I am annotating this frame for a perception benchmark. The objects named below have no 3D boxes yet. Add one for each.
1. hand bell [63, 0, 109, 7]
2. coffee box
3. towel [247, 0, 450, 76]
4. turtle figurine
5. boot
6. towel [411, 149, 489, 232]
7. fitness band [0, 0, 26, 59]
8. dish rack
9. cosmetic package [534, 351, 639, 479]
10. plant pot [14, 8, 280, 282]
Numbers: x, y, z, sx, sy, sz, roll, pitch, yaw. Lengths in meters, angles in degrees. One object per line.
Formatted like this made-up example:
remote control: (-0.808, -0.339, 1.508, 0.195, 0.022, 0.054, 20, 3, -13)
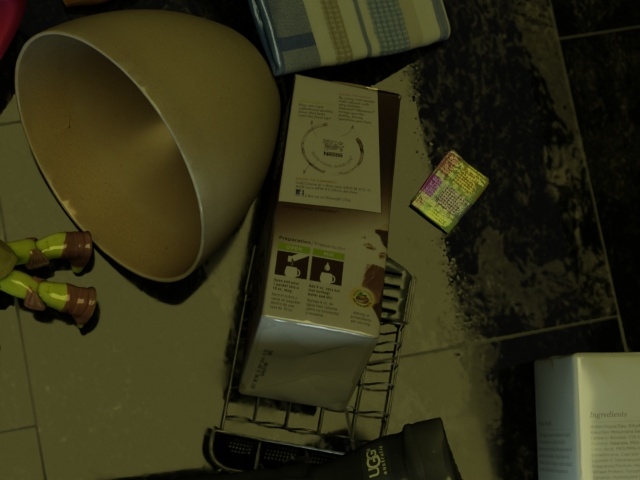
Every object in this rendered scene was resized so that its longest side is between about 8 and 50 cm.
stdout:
hand bell: (-0.173, -0.309, 1.536, 0.242, 0.126, 0.126, -21, 85, 2)
coffee box: (0.000, 0.000, 1.416, 0.119, 0.168, 0.297, 10, 57, -6)
towel: (0.021, -0.296, 1.506, 0.285, 0.034, 0.209, -19, 92, -43)
turtle figurine: (-0.348, 0.017, 1.429, 0.217, 0.087, 0.269, 5, 41, -25)
boot: (-0.062, 0.339, 1.391, 0.445, 0.367, 0.146, -15, 45, 5)
towel: (0.149, -0.056, 1.575, 0.060, 0.009, 0.083, 38, 79, -2)
fitness band: (-0.399, -0.162, 1.397, 0.054, 0.209, 0.291, 30, 52, 8)
dish rack: (-0.001, 0.130, 1.494, 0.208, 0.074, 0.271, 11, 80, -7)
cosmetic package: (0.324, 0.214, 1.486, 0.151, 0.151, 0.183, 1, 83, -8)
plant pot: (-0.153, -0.125, 1.432, 0.191, 0.284, 0.284, -36, 87, -34)
